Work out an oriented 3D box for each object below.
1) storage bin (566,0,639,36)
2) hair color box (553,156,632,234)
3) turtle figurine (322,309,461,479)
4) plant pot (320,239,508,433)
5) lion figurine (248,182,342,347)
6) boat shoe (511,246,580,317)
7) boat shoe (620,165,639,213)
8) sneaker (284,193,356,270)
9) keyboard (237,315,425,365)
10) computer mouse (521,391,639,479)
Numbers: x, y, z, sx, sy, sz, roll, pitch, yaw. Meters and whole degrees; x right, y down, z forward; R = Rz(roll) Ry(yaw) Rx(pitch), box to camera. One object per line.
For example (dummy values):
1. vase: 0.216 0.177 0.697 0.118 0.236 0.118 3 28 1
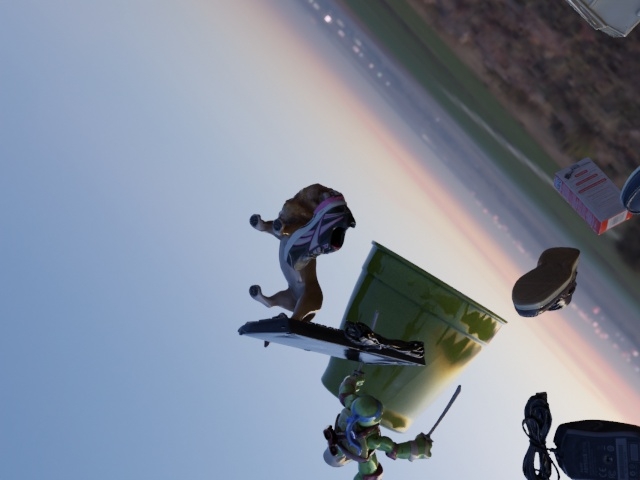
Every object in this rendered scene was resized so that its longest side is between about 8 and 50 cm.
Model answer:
1. storage bin: 0.490 -0.498 1.772 0.260 0.123 0.262 44 -164 1
2. hair color box: 0.611 -0.102 2.167 0.167 0.093 0.053 57 167 33
3. turtle figurine: 0.113 0.330 1.729 0.197 0.266 0.275 23 -134 8
4. plant pot: 0.188 0.244 2.254 0.366 0.353 0.366 31 180 0
5. lion figurine: -0.049 0.055 2.279 0.142 0.392 0.240 4 178 37
6. boat shoe: 0.455 0.096 1.913 0.285 0.102 0.092 -39 -59 -57
7. boat shoe: 0.690 -0.122 1.872 0.095 0.254 0.079 31 -140 -27
8. sneaker: 0.000 0.000 1.799 0.072 0.178 0.077 -5 -130 -46
9. keyboard: 0.048 0.149 1.428 0.201 0.033 0.317 -5 164 41
10. computer mouse: 0.517 0.381 1.805 0.072 0.272 0.189 -34 -55 -58
